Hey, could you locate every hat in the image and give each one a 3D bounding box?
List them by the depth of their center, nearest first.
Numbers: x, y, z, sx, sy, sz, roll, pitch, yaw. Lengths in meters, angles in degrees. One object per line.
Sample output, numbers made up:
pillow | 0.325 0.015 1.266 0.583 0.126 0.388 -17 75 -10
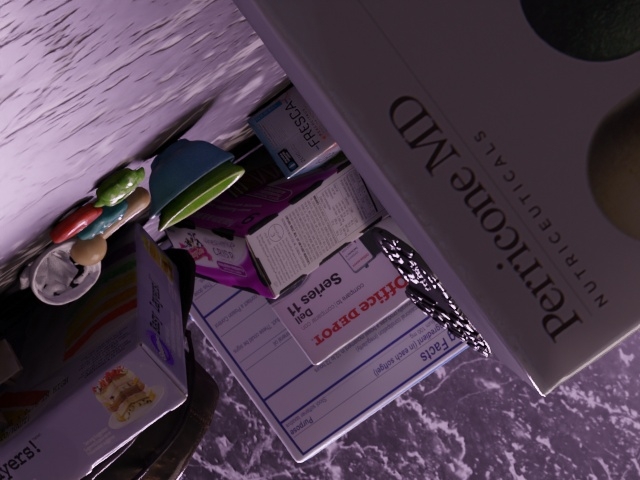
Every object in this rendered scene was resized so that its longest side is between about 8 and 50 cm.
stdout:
hat | -0.181 0.161 1.601 0.331 0.134 0.331 -40 -151 27

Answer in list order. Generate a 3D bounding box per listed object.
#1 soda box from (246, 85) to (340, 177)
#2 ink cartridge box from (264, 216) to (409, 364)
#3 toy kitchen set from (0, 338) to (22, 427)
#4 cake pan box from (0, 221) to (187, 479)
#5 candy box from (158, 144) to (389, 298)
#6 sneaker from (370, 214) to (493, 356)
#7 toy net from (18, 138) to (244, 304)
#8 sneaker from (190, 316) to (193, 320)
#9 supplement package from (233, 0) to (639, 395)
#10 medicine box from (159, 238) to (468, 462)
soda box | -0.006 -0.095 1.445 0.063 0.058 0.183 -36 179 9
ink cartridge box | 0.000 0.000 1.785 0.153 0.208 0.087 -37 179 13
toy kitchen set | -0.249 0.113 1.364 0.068 0.083 0.075 -36 152 7
cake pan box | -0.230 0.126 1.437 0.267 0.070 0.246 -36 -160 11
candy box | -0.010 -0.048 1.602 0.233 0.071 0.159 -36 -155 -25
sneaker | 0.145 0.014 1.632 0.124 0.107 0.283 -50 157 -8
toy net | -0.154 0.002 1.232 0.232 0.045 0.122 -37 179 44
sneaker | -0.085 0.021 2.144 0.236 0.130 0.323 -41 -174 -16
supplement package | 0.112 -0.110 0.571 0.263 0.199 0.198 -36 179 1
medicine box | 0.010 0.045 1.923 0.263 0.289 0.149 -37 179 15
